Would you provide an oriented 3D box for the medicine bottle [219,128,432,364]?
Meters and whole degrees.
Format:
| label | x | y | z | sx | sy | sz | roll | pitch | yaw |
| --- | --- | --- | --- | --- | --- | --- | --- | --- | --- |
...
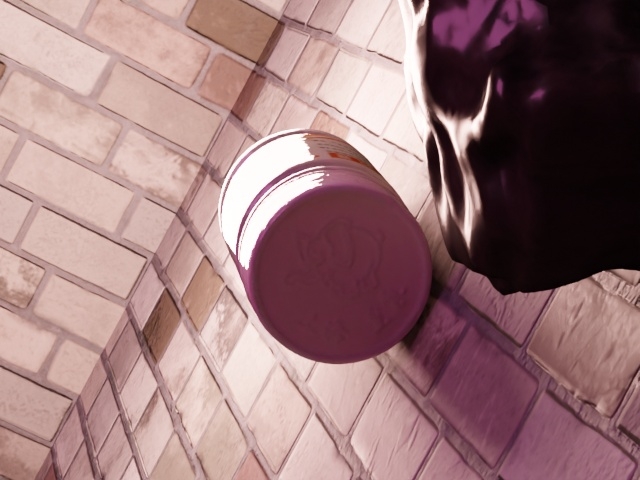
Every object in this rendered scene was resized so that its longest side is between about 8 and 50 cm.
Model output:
| label | x | y | z | sx | sy | sz | roll | pitch | yaw |
| --- | --- | --- | --- | --- | --- | --- | --- | --- | --- |
| medicine bottle | 0.000 | 0.000 | 2.067 | 0.202 | 0.202 | 0.316 | -60 | 15 | 9 |

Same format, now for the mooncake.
| label | x | y | z | sx | sy | sz | roll | pitch | yaw |
| --- | --- | --- | --- | --- | --- | --- | --- | --- | --- |
| mooncake | 0.178 | -0.136 | 1.473 | 0.350 | 0.212 | 0.381 | 85 | 172 | -51 |
